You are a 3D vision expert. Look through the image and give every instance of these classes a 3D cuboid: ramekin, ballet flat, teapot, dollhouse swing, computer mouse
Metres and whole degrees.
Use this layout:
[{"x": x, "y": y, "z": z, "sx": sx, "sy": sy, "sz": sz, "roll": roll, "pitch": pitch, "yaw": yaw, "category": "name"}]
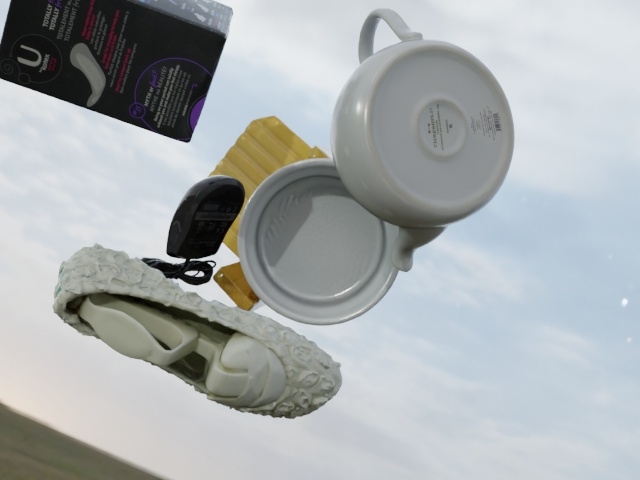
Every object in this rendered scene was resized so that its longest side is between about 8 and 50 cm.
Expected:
[{"x": 0.000, "y": 0.000, "z": 1.690, "sx": 0.277, "sy": 0.277, "sz": 0.135, "roll": 24, "pitch": 2, "yaw": -2, "category": "ramekin"}, {"x": -0.168, "y": 0.145, "z": 1.293, "sx": 0.408, "sy": 0.147, "sz": 0.147, "roll": 25, "pitch": -16, "yaw": -5, "category": "ballet flat"}, {"x": 0.109, "y": -0.133, "z": 1.271, "sx": 0.252, "sy": 0.256, "sz": 0.187, "roll": 38, "pitch": -17, "yaw": -17, "category": "teapot"}, {"x": -0.128, "y": -0.087, "z": 2.083, "sx": 0.305, "sy": 0.347, "sz": 0.315, "roll": 41, "pitch": 10, "yaw": 7, "category": "dollhouse swing"}, {"x": -0.248, "y": -0.031, "z": 1.939, "sx": 0.188, "sy": 0.272, "sz": 0.072, "roll": 7, "pitch": 36, "yaw": -44, "category": "computer mouse"}]

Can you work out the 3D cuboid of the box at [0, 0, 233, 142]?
[{"x": -0.270, "y": -0.265, "z": 1.314, "sx": 0.270, "sy": 0.165, "sz": 0.143, "roll": 19, "pitch": 26, "yaw": -11, "category": "box"}]
